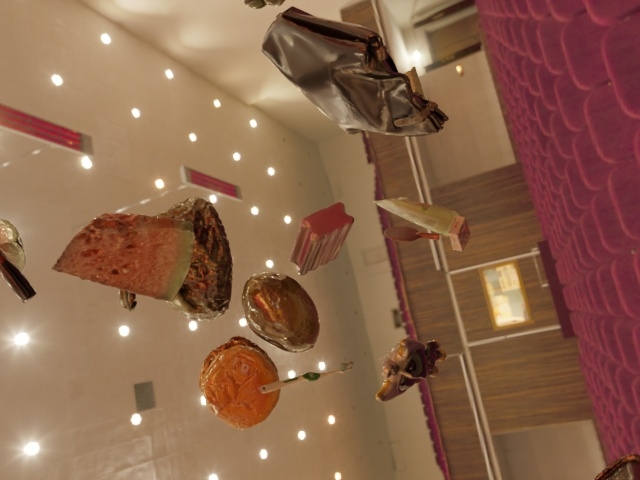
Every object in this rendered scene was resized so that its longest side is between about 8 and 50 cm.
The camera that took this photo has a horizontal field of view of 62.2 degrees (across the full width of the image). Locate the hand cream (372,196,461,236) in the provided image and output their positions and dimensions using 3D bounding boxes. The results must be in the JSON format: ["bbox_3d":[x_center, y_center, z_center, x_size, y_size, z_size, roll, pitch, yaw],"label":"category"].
[{"bbox_3d":[0.336,-0.091,1.815,0.147,0.305,0.093,-170,94,-74],"label":"hand cream"}]

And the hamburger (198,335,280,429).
[{"bbox_3d":[-0.238,0.419,1.569,0.163,0.244,0.245,-133,23,-81],"label":"hamburger"}]

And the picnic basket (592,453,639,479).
[{"bbox_3d":[0.527,0.541,0.910,0.222,0.297,0.129,43,-168,30],"label":"picnic basket"}]

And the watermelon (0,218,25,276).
[{"bbox_3d":[-0.787,-0.009,1.230,0.207,0.136,0.202,41,-178,12],"label":"watermelon"}]

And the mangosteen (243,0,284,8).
[{"bbox_3d":[-0.147,-0.663,1.229,0.243,0.242,0.243,47,-145,-48],"label":"mangosteen"}]

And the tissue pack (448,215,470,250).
[{"bbox_3d":[0.373,-0.019,1.426,0.063,0.035,0.083,-58,-38,-22],"label":"tissue pack"}]

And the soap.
[{"bbox_3d":[0.000,0.000,1.295,0.065,0.122,0.203,55,154,19],"label":"soap"}]

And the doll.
[{"bbox_3d":[0.227,0.302,1.304,0.316,0.145,0.103,14,-144,-55],"label":"doll"}]

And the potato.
[{"bbox_3d":[-0.091,0.173,1.260,0.235,0.160,0.178,59,-179,-33],"label":"potato"}]

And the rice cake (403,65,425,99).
[{"bbox_3d":[0.358,-0.556,2.032,0.063,0.069,0.207,109,146,-77],"label":"rice cake"}]

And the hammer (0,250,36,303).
[{"bbox_3d":[-0.687,0.011,1.102,0.037,0.137,0.290,-36,-62,-24],"label":"hammer"}]

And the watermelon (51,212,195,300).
[{"bbox_3d":[-0.387,0.016,1.038,0.256,0.193,0.140,5,-154,-45],"label":"watermelon"}]

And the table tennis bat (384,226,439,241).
[{"bbox_3d":[0.257,-0.017,1.493,0.098,0.154,0.019,-59,-28,-63],"label":"table tennis bat"}]

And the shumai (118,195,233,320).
[{"bbox_3d":[-0.470,0.061,1.607,0.348,0.395,0.395,-4,-103,-32],"label":"shumai"}]

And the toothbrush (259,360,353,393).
[{"bbox_3d":[-0.034,0.392,1.511,0.303,0.030,0.030,-8,-99,-30],"label":"toothbrush"}]

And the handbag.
[{"bbox_3d":[0.077,-0.312,1.009,0.342,0.152,0.288,31,-179,-42],"label":"handbag"}]
